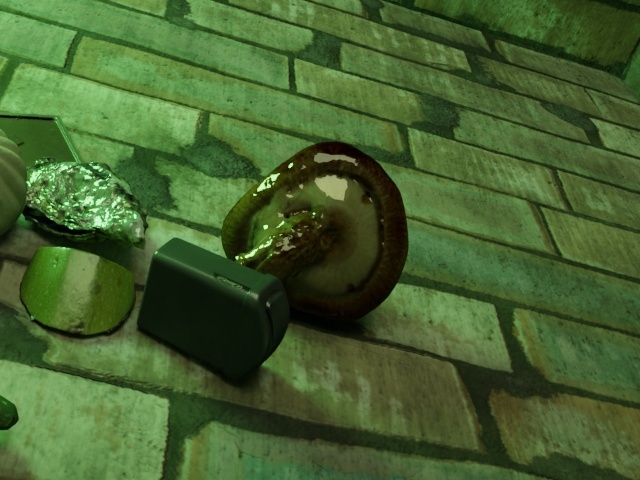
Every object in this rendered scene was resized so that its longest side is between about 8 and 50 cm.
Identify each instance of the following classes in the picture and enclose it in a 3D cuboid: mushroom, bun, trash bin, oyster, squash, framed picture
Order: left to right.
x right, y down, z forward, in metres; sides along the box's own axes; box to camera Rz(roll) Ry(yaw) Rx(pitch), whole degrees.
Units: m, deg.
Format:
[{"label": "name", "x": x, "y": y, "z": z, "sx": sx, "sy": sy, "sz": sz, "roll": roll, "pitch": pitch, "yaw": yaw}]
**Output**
[{"label": "bun", "x": -0.621, "y": -0.132, "z": 1.689, "sx": 0.263, "sy": 0.175, "sz": 0.263, "roll": 10, "pitch": 53, "yaw": -13}, {"label": "framed picture", "x": -0.629, "y": -0.195, "z": 1.997, "sx": 0.289, "sy": 0.016, "sz": 0.213, "roll": -1, "pitch": 38, "yaw": -34}, {"label": "squash", "x": -0.395, "y": 0.070, "z": 1.665, "sx": 0.192, "sy": 0.085, "sz": 0.184, "roll": 14, "pitch": 31, "yaw": -11}, {"label": "oyster", "x": -0.418, "y": -0.069, "z": 1.835, "sx": 0.268, "sy": 0.112, "sz": 0.198, "roll": 17, "pitch": 32, "yaw": 4}, {"label": "trash bin", "x": -0.170, "y": 0.114, "z": 1.653, "sx": 0.236, "sy": 0.176, "sz": 0.101, "roll": 25, "pitch": 31, "yaw": 11}, {"label": "mushroom", "x": 0.000, "y": 0.000, "z": 1.835, "sx": 0.346, "sy": 0.345, "sz": 0.259, "roll": 19, "pitch": 6, "yaw": -5}]

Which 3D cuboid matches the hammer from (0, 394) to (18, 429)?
[{"label": "hammer", "x": -0.567, "y": 0.177, "z": 1.378, "sx": 0.336, "sy": 0.119, "sz": 0.206, "roll": 28, "pitch": 31, "yaw": -3}]
